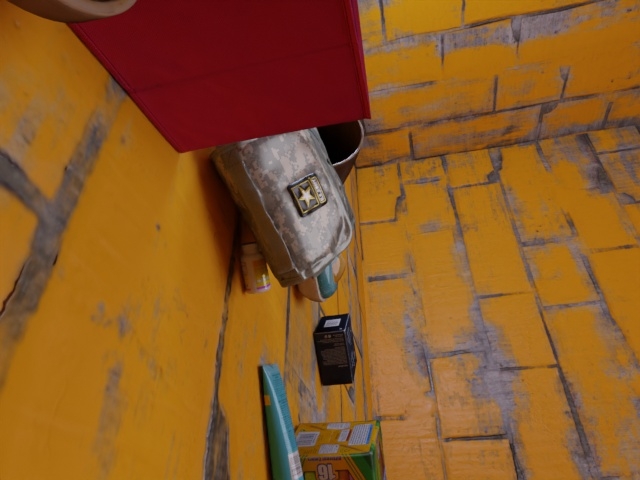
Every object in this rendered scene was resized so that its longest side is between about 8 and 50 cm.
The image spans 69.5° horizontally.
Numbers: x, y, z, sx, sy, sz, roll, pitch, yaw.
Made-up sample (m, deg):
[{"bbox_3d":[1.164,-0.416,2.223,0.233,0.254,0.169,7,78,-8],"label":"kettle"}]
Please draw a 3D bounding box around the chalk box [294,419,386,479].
[{"bbox_3d":[0.040,0.522,0.889,0.180,0.179,0.289,6,76,-80],"label":"chalk box"}]

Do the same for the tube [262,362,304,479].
[{"bbox_3d":[-0.071,0.321,0.808,0.080,0.052,0.207,63,15,-75],"label":"tube"}]

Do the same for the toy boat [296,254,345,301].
[{"bbox_3d":[0.000,0.000,1.156,0.318,0.148,0.267,73,14,-45],"label":"toy boat"}]

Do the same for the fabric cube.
[{"bbox_3d":[-0.093,-0.289,0.526,0.259,0.258,0.254,61,24,-64],"label":"fabric cube"}]

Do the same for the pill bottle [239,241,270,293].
[{"bbox_3d":[-0.112,0.045,0.782,0.043,0.043,0.083,-51,132,-77],"label":"pill bottle"}]

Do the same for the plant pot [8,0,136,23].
[{"bbox_3d":[-0.208,-0.242,0.256,0.237,0.110,0.237,-8,90,-81],"label":"plant pot"}]

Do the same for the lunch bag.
[{"bbox_3d":[-0.052,-0.075,0.781,0.235,0.169,0.287,65,15,-12],"label":"lunch bag"}]

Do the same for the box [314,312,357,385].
[{"bbox_3d":[0.047,0.314,1.344,0.156,0.093,0.158,-44,125,-78],"label":"box"}]

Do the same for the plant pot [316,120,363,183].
[{"bbox_3d":[-0.013,-0.191,1.161,0.230,0.215,0.215,95,-6,-58],"label":"plant pot"}]
